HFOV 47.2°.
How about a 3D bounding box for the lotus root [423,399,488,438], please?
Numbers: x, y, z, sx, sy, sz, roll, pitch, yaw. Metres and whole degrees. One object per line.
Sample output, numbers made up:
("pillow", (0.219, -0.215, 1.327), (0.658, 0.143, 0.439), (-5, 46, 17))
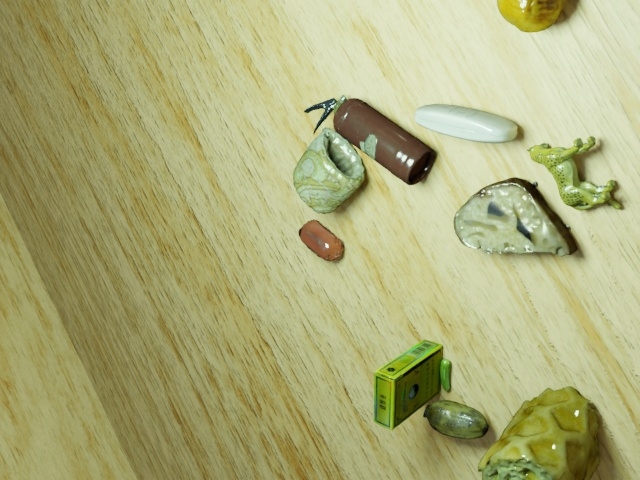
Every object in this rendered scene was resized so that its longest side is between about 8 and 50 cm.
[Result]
("lotus root", (0.334, 0.440, 1.802), (0.179, 0.080, 0.089), (6, 129, 38))

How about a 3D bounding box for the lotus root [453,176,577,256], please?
("lotus root", (0.408, -0.049, 1.571), (0.261, 0.075, 0.170), (-3, 100, 43))

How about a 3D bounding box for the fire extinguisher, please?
("fire extinguisher", (0.103, -0.251, 1.749), (0.344, 0.102, 0.138), (39, 89, 26))

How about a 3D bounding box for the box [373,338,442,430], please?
("box", (0.215, 0.347, 1.782), (0.064, 0.220, 0.140), (17, 115, 39))

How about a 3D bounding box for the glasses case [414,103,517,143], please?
("glasses case", (0.310, -0.253, 1.576), (0.234, 0.092, 0.059), (23, 121, 37))

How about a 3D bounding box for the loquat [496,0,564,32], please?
("loquat", (0.408, -0.471, 1.403), (0.137, 0.113, 0.137), (-19, 68, 56))

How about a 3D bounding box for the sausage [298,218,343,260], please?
("sausage", (0.000, 0.000, 1.971), (0.141, 0.076, 0.076), (41, 128, 26))

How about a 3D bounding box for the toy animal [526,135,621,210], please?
("toy animal", (0.505, -0.124, 1.465), (0.136, 0.073, 0.181), (-21, 102, 53))

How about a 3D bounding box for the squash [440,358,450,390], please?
("squash", (0.311, 0.336, 1.826), (0.027, 0.027, 0.089), (14, 115, 40))

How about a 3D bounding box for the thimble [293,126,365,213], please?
("thimble", (0.015, -0.177, 1.850), (0.143, 0.138, 0.190), (-46, 61, 42))

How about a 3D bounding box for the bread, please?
("bread", (0.473, 0.469, 1.572), (0.196, 0.252, 0.238), (7, 113, 37))
